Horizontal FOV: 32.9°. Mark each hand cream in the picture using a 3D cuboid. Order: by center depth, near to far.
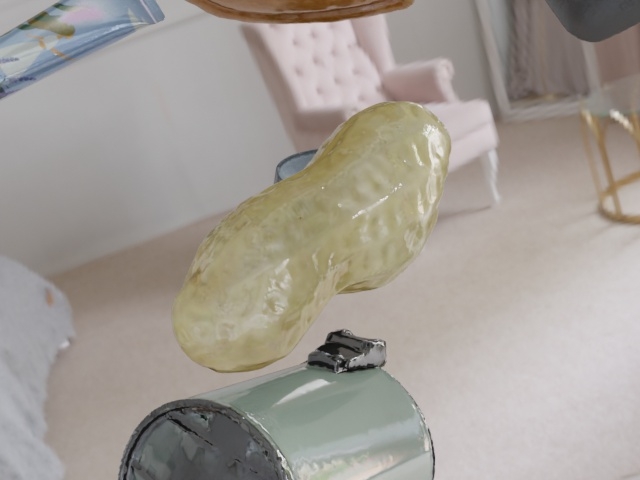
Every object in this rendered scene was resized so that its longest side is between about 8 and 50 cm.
[{"bbox_3d":[-0.298,-0.214,1.179,0.256,0.088,0.055,-32,-14,-13],"label":"hand cream"}]

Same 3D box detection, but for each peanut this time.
[{"bbox_3d":[0.000,0.000,0.832,0.274,0.125,0.111,-40,25,-20],"label":"peanut"}]

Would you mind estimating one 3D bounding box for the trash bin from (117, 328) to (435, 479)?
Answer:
[{"bbox_3d":[-0.039,0.243,1.104,0.217,0.277,0.262,10,9,32],"label":"trash bin"}]

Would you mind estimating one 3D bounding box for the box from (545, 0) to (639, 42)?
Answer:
[{"bbox_3d":[0.400,-0.391,1.528,0.212,0.201,0.042,-29,6,44],"label":"box"}]

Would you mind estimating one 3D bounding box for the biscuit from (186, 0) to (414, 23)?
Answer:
[{"bbox_3d":[-0.072,-0.322,0.931,0.349,0.455,0.078,-12,60,41],"label":"biscuit"}]

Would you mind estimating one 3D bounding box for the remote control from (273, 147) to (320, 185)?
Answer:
[{"bbox_3d":[-0.012,-0.043,1.354,0.107,0.044,0.377,-6,-11,-6],"label":"remote control"}]
